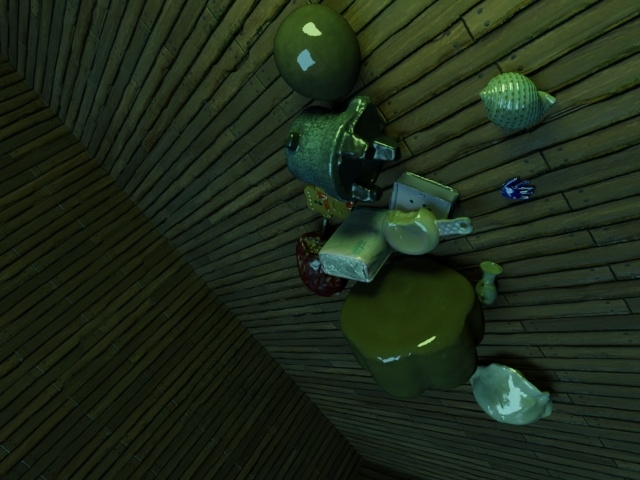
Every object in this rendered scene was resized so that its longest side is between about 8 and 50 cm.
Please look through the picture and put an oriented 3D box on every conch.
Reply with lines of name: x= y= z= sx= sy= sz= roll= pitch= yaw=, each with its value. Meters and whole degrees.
conch: x=0.441 y=-0.310 z=0.952 sx=0.153 sy=0.102 sz=0.135 roll=33 pitch=159 yaw=11

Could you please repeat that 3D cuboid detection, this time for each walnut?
walnut: x=0.027 y=0.089 z=1.673 sx=0.243 sy=0.222 sz=0.269 roll=-11 pitch=141 yaw=5

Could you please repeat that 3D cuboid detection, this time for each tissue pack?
tissue pack: x=0.144 y=0.006 z=1.419 sx=0.201 sy=0.271 sz=0.124 roll=7 pitch=135 yaw=39

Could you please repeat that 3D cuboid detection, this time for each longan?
longan: x=-0.007 y=-0.486 z=1.095 sx=0.248 sy=0.248 sz=0.248 roll=25 pitch=142 yaw=22

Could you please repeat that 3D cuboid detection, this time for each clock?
clock: x=0.319 y=-0.115 z=1.293 sx=0.193 sy=0.073 sz=0.145 roll=26 pitch=142 yaw=22

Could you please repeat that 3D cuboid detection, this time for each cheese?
cheese: x=0.321 y=-0.036 z=1.246 sx=0.286 sy=0.082 sz=0.163 roll=-10 pitch=120 yaw=47

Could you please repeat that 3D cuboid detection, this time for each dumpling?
dumpling: x=0.697 y=0.570 z=1.564 sx=0.318 sy=0.187 sz=0.243 roll=15 pitch=141 yaw=37

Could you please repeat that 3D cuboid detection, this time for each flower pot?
flower pot: x=0.071 y=-0.270 z=1.198 sx=0.282 sy=0.299 sz=0.299 roll=26 pitch=143 yaw=34

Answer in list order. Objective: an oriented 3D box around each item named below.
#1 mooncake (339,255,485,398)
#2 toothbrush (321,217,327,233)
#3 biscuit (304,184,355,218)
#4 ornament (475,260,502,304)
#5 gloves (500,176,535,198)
mooncake: x=0.308 y=0.282 z=1.399 sx=0.466 sy=0.467 sz=0.262 roll=5 pitch=138 yaw=41
toothbrush: x=-0.002 y=-0.001 z=1.760 sx=0.030 sy=0.030 sz=0.304 roll=32 pitch=146 yaw=14
biscuit: x=0.035 y=-0.145 z=1.569 sx=0.225 sy=0.036 sz=0.166 roll=17 pitch=137 yaw=30
ornament: x=0.546 y=0.147 z=1.355 sx=0.074 sy=0.081 sz=0.156 roll=22 pitch=137 yaw=32
gloves: x=0.529 y=-0.140 z=1.108 sx=0.086 sy=0.026 sz=0.064 roll=10 pitch=132 yaw=37
